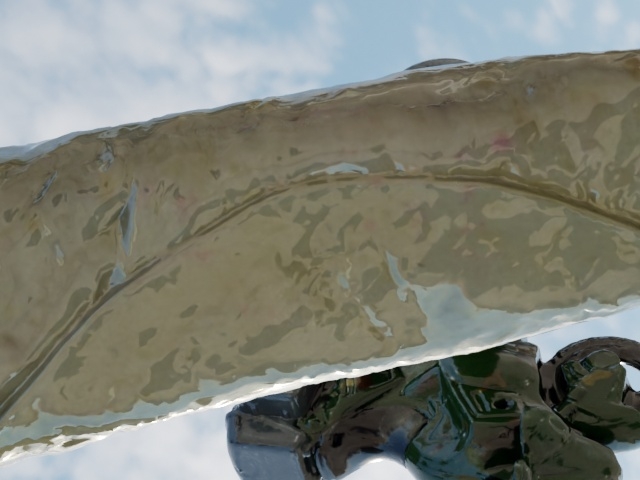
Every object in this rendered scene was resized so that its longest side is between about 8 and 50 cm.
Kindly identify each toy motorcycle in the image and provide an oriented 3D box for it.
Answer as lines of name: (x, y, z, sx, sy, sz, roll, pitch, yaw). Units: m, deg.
toy motorcycle: (0.065, 0.119, 0.888, 0.187, 0.275, 0.124, -66, -30, -45)

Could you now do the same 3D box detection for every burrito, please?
burrito: (0.000, 0.000, 0.371, 0.059, 0.275, 0.082, -101, 1, -67)

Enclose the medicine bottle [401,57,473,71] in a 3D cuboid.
medicine bottle: (0.087, -0.026, 0.911, 0.203, 0.083, 0.083, 66, -159, -59)
